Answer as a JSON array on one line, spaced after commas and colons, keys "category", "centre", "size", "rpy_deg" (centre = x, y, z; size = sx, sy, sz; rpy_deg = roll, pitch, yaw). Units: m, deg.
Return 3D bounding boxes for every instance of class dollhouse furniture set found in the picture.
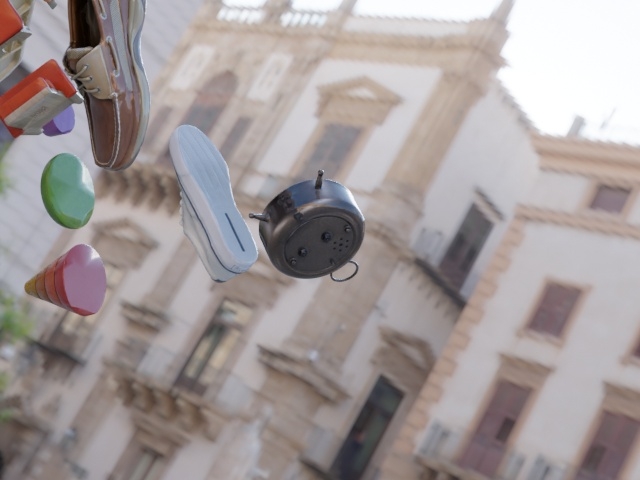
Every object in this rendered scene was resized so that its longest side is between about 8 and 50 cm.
[{"category": "dollhouse furniture set", "centre": [-0.413, -0.262, 1.689], "size": [0.259, 0.262, 0.135], "rpy_deg": [54, 5, 5]}]

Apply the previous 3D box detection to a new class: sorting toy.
[{"category": "sorting toy", "centre": [-0.455, -0.050, 2.229], "size": [0.126, 0.365, 0.127], "rpy_deg": [-9, 0, 26]}]

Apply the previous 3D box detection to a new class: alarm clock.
[{"category": "alarm clock", "centre": [0.000, 0.000, 1.706], "size": [0.192, 0.129, 0.064], "rpy_deg": [51, 9, -48]}]

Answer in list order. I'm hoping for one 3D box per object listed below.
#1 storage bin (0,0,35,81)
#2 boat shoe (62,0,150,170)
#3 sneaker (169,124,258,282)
[{"category": "storage bin", "centre": [-0.588, -0.379, 2.081], "size": [0.262, 0.123, 0.260], "rpy_deg": [39, -29, 1]}, {"category": "boat shoe", "centre": [-0.338, -0.267, 2.045], "size": [0.116, 0.324, 0.123], "rpy_deg": [-5, 3, -44]}, {"category": "sneaker", "centre": [-0.186, -0.054, 2.081], "size": [0.094, 0.258, 0.091], "rpy_deg": [0, -28, -47]}]
